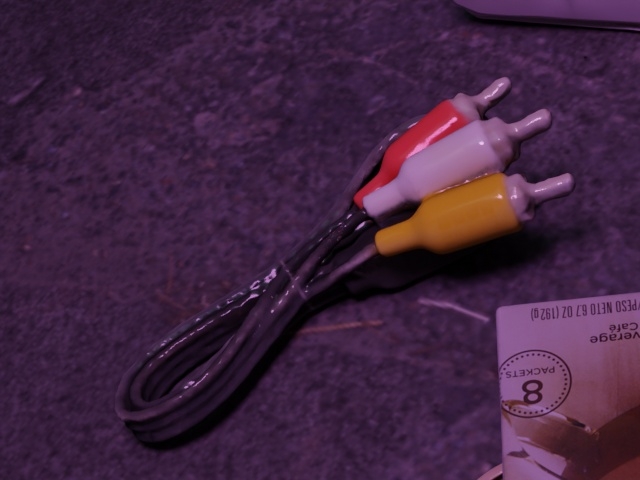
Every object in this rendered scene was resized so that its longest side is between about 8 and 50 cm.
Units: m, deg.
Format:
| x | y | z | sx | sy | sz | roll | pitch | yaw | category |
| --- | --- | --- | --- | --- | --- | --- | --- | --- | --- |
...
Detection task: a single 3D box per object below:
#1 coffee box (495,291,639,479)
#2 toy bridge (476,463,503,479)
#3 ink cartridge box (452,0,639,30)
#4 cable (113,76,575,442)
| x | y | z | sx | sy | sz | roll | pitch | yaw | category |
| --- | --- | --- | --- | --- | --- | --- | --- | --- | --- |
| 0.164 | 0.170 | 0.744 | 0.168 | 0.119 | 0.297 | -7 | 53 | 11 | coffee box |
| 0.117 | 0.130 | 0.895 | 0.188 | 0.026 | 0.063 | -18 | 45 | 9 | toy bridge |
| 0.190 | -0.361 | 1.116 | 0.166 | 0.285 | 0.395 | 9 | 56 | 32 | ink cartridge box |
| 0.000 | 0.000 | 1.038 | 0.287 | 0.072 | 0.139 | -27 | 39 | 2 | cable |
